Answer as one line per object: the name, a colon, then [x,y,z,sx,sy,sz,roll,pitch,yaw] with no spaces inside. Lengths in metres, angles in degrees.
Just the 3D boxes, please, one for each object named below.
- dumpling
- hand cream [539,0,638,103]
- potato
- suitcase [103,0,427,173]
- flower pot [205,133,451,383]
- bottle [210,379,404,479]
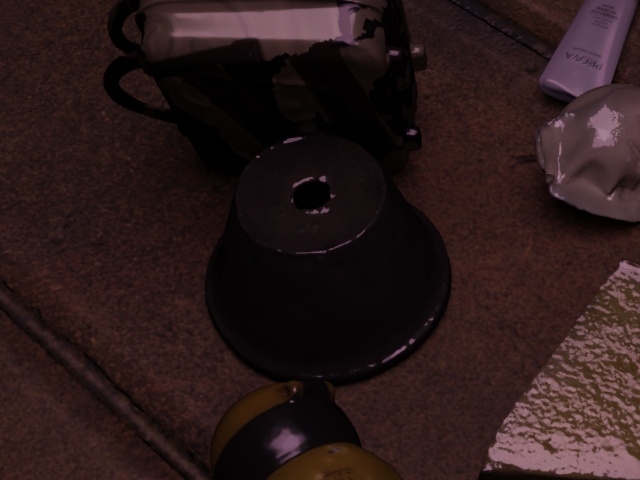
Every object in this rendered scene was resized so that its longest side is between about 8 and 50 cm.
dumpling: [0.323,-0.094,1.606,0.181,0.111,0.155,-18,84,2]
hand cream: [0.335,-0.259,1.753,0.079,0.048,0.255,17,58,18]
potato: [0.321,0.191,1.383,0.255,0.112,0.269,30,69,22]
suitcase: [-0.065,-0.204,1.580,0.339,0.351,0.194,1,70,10]
flower pot: [0.000,0.000,1.535,0.268,0.166,0.269,-3,55,4]
bottle: [0.020,0.277,1.325,0.171,0.172,0.351,-26,52,-12]
